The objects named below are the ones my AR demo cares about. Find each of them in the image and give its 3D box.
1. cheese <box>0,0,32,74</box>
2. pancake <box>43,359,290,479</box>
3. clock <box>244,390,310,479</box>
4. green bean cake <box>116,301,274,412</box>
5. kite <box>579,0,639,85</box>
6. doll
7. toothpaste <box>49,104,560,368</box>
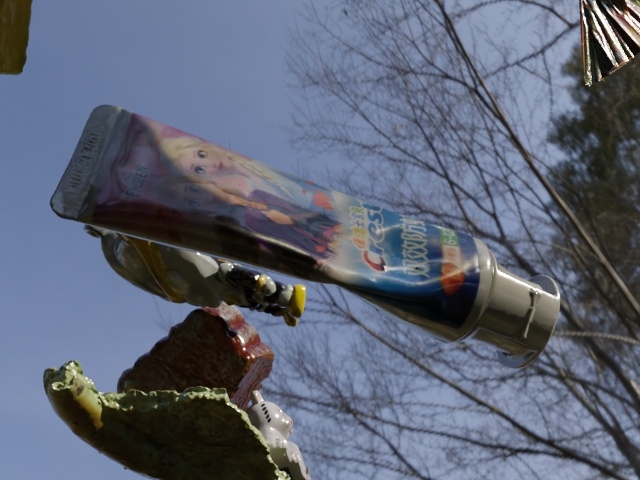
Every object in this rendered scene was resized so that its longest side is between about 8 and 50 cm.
[{"bbox_3d":[-0.169,-0.176,0.356,0.126,0.093,0.171,41,-66,7],"label":"cheese"},{"bbox_3d":[-0.171,0.249,1.021,0.376,0.054,0.197,26,-55,-21],"label":"pancake"},{"bbox_3d":[-0.067,0.312,1.209,0.079,0.117,0.176,-17,-51,-2],"label":"clock"},{"bbox_3d":[-0.173,0.219,1.228,0.233,0.097,0.198,-45,-99,17],"label":"green bean cake"},{"bbox_3d":[0.370,-0.257,0.957,0.241,0.183,0.014,-28,-11,-25],"label":"kite"},{"bbox_3d":[-0.173,0.041,1.121,0.316,0.145,0.103,19,-88,-3],"label":"doll"},{"bbox_3d":[0.000,0.000,0.433,0.266,0.096,0.061,21,-54,-14],"label":"toothpaste"}]
